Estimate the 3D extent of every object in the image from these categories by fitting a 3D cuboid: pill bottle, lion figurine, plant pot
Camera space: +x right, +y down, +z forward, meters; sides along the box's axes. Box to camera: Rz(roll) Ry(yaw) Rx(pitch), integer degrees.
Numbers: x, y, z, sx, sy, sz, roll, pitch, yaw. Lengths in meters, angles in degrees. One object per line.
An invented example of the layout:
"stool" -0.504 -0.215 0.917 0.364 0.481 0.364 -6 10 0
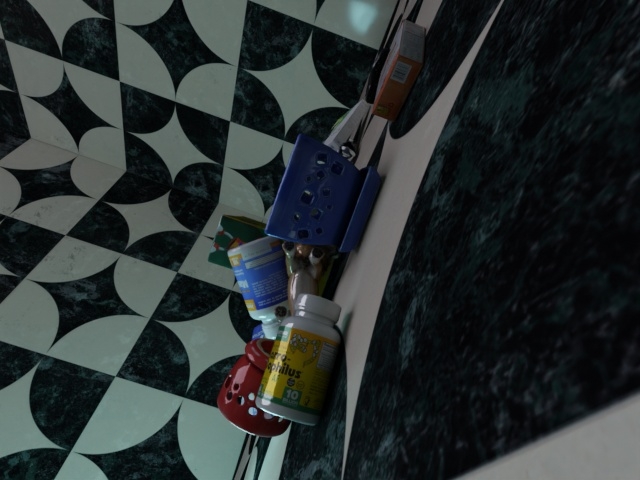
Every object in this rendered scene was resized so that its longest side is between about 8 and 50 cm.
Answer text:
"pill bottle" -0.031 0.209 0.726 0.117 0.118 0.208 121 168 -71
"pill bottle" -0.148 0.131 1.136 0.152 0.152 0.272 -146 37 -86
"lion figurine" -0.040 0.150 1.022 0.240 0.142 0.392 87 -167 -65
"plant pot" 0.010 -0.101 0.965 0.236 0.212 0.236 -102 30 -82
"plant pot" -0.134 0.345 0.980 0.191 0.191 0.174 -120 52 -85

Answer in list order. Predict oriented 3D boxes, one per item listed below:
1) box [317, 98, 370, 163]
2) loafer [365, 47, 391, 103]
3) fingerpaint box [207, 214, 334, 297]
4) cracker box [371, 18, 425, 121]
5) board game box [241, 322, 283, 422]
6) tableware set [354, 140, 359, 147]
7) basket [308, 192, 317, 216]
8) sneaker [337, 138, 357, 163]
"box" 0.089 -0.516 1.929 0.232 0.058 0.322 -23 29 56
"loafer" 0.226 -0.649 1.575 0.223 0.076 0.078 108 170 -46
"fingerpaint box" -0.159 0.044 1.430 0.445 0.371 0.163 -140 69 -85
"cracker box" 0.197 -0.429 1.006 0.155 0.067 0.232 114 174 -47
"board game box" -0.176 0.420 1.295 0.319 0.066 0.318 137 143 -59
"tableware set" 0.143 -0.390 1.867 0.104 0.024 0.154 -76 7 -46
"basket" -0.006 -0.204 2.160 0.227 0.154 0.204 123 164 -60
"sneaker" 0.095 -0.328 1.703 0.235 0.094 0.153 -62 -7 -17
